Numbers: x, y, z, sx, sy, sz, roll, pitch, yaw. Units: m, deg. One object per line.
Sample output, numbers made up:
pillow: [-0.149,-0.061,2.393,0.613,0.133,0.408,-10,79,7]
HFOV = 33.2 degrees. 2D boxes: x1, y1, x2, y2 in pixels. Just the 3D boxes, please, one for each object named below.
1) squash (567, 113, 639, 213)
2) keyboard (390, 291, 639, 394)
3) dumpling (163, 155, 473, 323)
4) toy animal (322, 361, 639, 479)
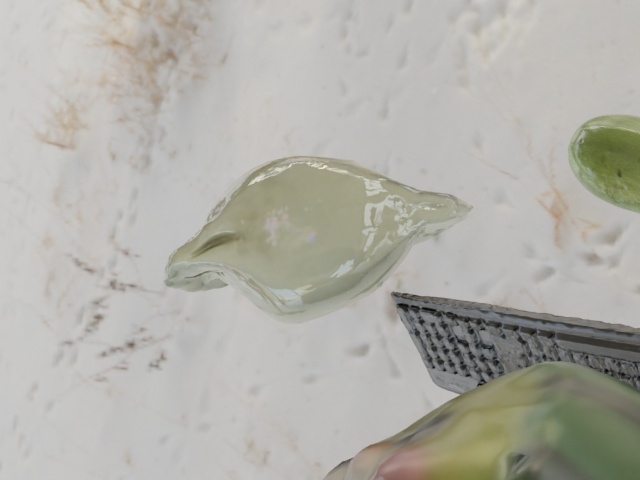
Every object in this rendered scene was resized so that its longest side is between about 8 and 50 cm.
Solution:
squash: [0.469,-0.065,1.287,0.371,0.118,0.118,22,96,33]
keyboard: [0.137,0.076,0.617,0.251,0.017,0.087,6,129,53]
dumpling: [0.000,0.000,0.894,0.252,0.179,0.131,-17,77,4]
toy animal: [0.029,0.195,0.366,0.191,0.338,0.216,46,155,0]
